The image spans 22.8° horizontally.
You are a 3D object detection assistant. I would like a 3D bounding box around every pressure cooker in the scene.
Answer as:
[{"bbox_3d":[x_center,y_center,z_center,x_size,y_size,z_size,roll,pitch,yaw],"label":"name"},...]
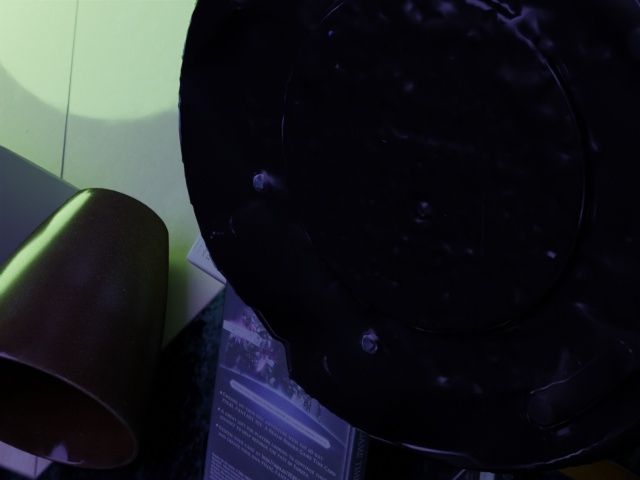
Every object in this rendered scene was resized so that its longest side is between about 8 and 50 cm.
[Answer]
[{"bbox_3d":[0.169,-0.095,0.954,0.375,0.420,0.370,46,125,17],"label":"pressure cooker"}]

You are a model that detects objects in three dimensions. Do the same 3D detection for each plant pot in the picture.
[{"bbox_3d":[-0.237,0.071,1.554,0.215,0.215,0.230,-10,47,41],"label":"plant pot"}]

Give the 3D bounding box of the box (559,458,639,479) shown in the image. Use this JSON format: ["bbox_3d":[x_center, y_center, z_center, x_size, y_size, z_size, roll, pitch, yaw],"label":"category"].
[{"bbox_3d":[0.165,0.148,1.139,0.081,0.136,0.028,27,88,49],"label":"box"}]

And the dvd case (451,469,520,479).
[{"bbox_3d":[0.059,0.269,1.173,0.239,0.029,0.179,-50,6,22],"label":"dvd case"}]

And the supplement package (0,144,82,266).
[{"bbox_3d":[-0.411,-0.034,1.779,0.293,0.175,0.178,25,86,49],"label":"supplement package"}]

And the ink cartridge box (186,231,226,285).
[{"bbox_3d":[0.000,0.000,1.419,0.218,0.092,0.159,28,90,46],"label":"ink cartridge box"}]

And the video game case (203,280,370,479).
[{"bbox_3d":[-0.027,0.139,1.332,0.196,0.026,0.274,26,113,48],"label":"video game case"}]
